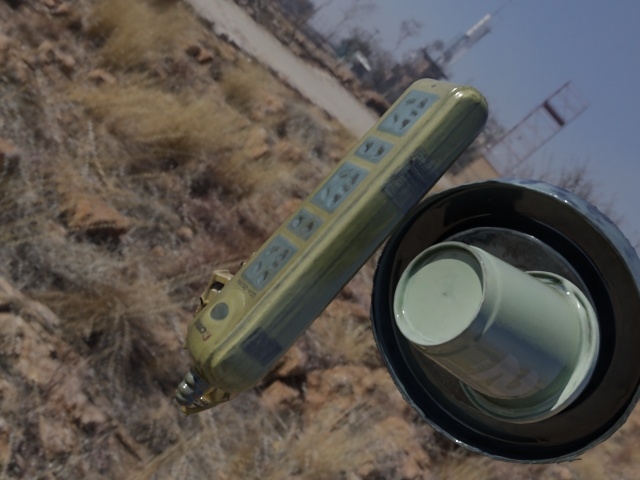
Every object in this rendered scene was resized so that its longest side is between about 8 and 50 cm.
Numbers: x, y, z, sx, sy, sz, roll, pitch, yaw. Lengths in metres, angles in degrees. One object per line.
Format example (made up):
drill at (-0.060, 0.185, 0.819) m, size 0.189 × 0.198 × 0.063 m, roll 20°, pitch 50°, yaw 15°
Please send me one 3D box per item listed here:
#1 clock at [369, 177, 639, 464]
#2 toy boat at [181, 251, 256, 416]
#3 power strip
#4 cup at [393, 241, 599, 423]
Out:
clock at (0.200, 0.084, 0.931) m, size 0.313 × 0.312 × 0.061 m, roll 51°, pitch 35°, yaw 12°
toy boat at (-0.107, 0.103, 0.975) m, size 0.077 × 0.201 × 0.057 m, roll 22°, pitch 4°, yaw 13°
power strip at (0.000, 0.000, 0.800) m, size 0.066 × 0.387 × 0.092 m, roll 44°, pitch -5°, yaw -29°
cup at (0.126, 0.060, 0.637) m, size 0.141 × 0.120 × 0.120 m, roll 35°, pitch 15°, yaw -40°
